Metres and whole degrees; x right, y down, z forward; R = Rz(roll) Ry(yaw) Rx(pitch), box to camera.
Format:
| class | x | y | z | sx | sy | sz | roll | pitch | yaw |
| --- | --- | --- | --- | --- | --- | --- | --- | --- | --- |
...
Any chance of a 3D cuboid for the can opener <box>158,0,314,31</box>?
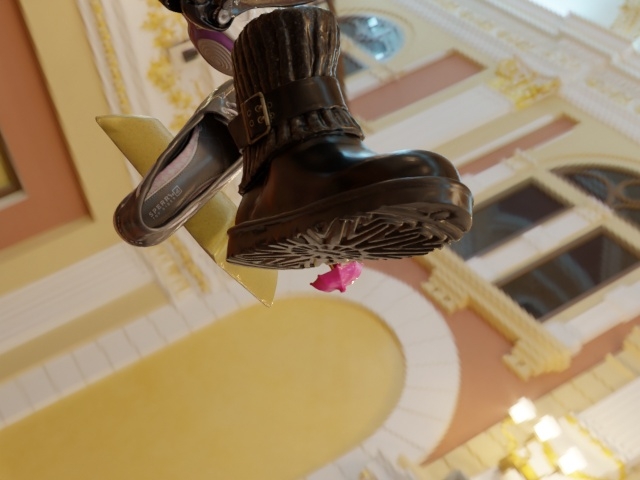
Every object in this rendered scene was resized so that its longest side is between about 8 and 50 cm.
| class | x | y | z | sx | sy | sz | roll | pitch | yaw |
| --- | --- | --- | --- | --- | --- | --- | --- | --- | --- |
| can opener | -0.062 | -0.234 | 0.949 | 0.073 | 0.186 | 0.059 | 47 | -45 | 24 |

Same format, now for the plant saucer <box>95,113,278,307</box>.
| class | x | y | z | sx | sy | sz | roll | pitch | yaw |
| --- | --- | --- | --- | --- | --- | --- | --- | --- | --- |
| plant saucer | -0.198 | -0.063 | 1.746 | 0.333 | 0.081 | 0.333 | 47 | -2 | 21 |

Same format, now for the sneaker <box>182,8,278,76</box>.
| class | x | y | z | sx | sy | sz | roll | pitch | yaw |
| --- | --- | --- | --- | --- | --- | --- | --- | --- | --- |
| sneaker | -0.145 | -0.361 | 1.355 | 0.114 | 0.152 | 0.305 | 14 | -29 | 31 |

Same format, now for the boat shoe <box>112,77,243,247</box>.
| class | x | y | z | sx | sy | sz | roll | pitch | yaw |
| --- | --- | --- | --- | --- | --- | --- | --- | --- | --- |
| boat shoe | -0.164 | -0.120 | 1.497 | 0.112 | 0.335 | 0.095 | 45 | -22 | -14 |

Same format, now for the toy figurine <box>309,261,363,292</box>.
| class | x | y | z | sx | sy | sz | roll | pitch | yaw |
| --- | --- | --- | --- | --- | --- | --- | --- | --- | --- |
| toy figurine | 0.000 | 0.000 | 1.553 | 0.130 | 0.173 | 0.159 | -24 | -66 | 29 |

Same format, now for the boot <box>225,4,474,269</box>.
| class | x | y | z | sx | sy | sz | roll | pitch | yaw |
| --- | --- | --- | --- | --- | --- | --- | --- | --- | --- |
| boot | 0.012 | -0.115 | 1.034 | 0.348 | 0.131 | 0.260 | -9 | -107 | 50 |
